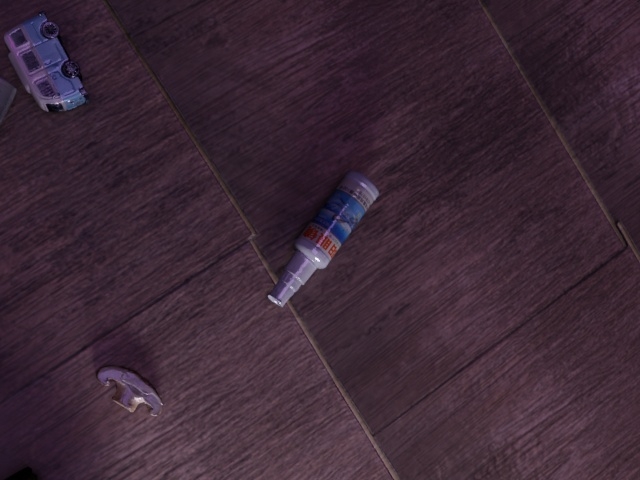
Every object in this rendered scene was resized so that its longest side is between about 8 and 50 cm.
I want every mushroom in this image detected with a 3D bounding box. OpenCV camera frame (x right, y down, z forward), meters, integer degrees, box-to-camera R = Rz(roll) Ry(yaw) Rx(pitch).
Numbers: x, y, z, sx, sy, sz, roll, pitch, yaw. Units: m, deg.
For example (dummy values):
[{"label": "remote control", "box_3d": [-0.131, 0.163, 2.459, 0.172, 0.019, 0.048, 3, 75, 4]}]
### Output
[{"label": "mushroom", "box_3d": [-0.251, 0.197, 1.189, 0.101, 0.019, 0.049, 33, 77, -11]}]

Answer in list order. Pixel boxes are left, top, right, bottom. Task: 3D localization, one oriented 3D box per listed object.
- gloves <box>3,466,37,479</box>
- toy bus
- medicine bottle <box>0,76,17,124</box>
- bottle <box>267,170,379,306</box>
[{"label": "gloves", "box_3d": [-0.318, 0.403, 1.108, 0.135, 0.107, 0.268, -33, 77, -25]}, {"label": "toy bus", "box_3d": [-0.358, -0.226, 1.175, 0.075, 0.060, 0.123, -28, 91, -13]}, {"label": "medicine bottle", "box_3d": [-0.452, -0.117, 1.138, 0.057, 0.057, 0.199, 24, 79, -13]}, {"label": "bottle", "box_3d": [0.000, 0.000, 1.263, 0.060, 0.060, 0.217, 39, 77, -10]}]
